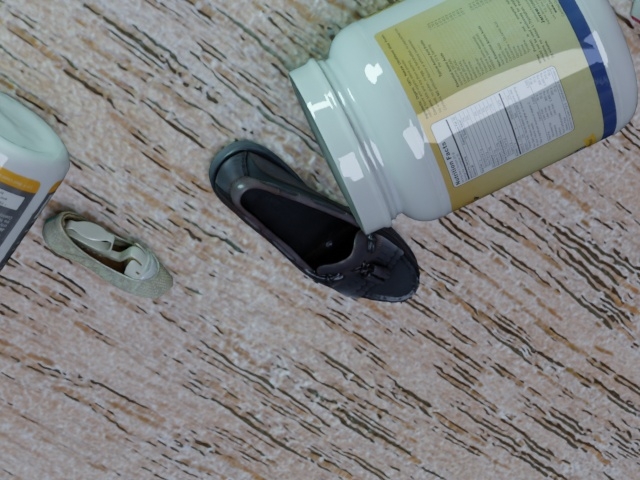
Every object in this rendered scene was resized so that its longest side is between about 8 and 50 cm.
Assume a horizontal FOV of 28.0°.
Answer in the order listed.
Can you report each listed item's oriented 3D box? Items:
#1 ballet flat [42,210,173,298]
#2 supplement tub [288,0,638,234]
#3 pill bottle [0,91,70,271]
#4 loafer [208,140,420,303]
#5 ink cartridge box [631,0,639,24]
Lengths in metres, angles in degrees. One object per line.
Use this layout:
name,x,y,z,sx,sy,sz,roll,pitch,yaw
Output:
ballet flat,-0.233,0.017,1.444,0.168,0.057,0.052,26,143,-24
supplement tub,0.147,-0.159,1.358,0.316,0.228,0.228,-25,120,0
pill bottle,-0.396,-0.017,1.330,0.162,0.162,0.278,31,105,-26
loafer,0.000,0.000,1.477,0.302,0.095,0.109,34,104,-26
ink cartridge box,0.497,-0.262,1.426,0.237,0.172,0.100,1,116,-15
